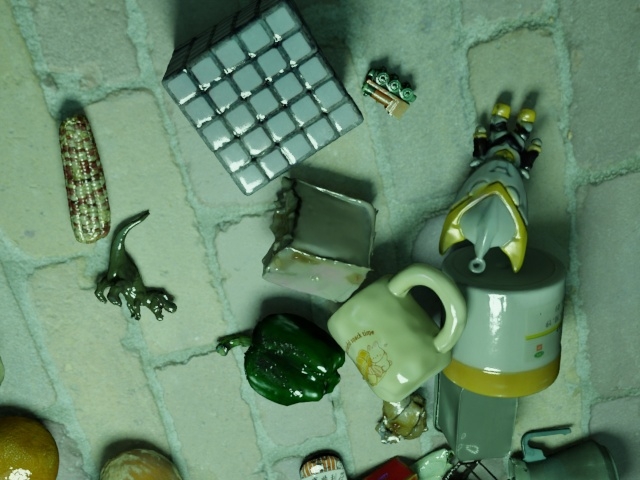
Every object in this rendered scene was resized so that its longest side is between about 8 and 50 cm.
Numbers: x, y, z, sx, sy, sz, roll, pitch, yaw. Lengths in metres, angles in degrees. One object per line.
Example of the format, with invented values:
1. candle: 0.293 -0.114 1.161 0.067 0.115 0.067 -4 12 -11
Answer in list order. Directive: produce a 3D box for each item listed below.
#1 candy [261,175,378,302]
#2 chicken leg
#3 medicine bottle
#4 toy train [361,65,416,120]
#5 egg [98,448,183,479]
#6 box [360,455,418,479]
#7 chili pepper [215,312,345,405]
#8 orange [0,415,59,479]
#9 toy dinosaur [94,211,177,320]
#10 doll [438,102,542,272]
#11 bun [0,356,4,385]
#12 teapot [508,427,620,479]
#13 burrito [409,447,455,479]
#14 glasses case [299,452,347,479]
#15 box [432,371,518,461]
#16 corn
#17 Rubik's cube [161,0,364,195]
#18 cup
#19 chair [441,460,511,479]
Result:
1. candy: 0.000 0.000 1.408 0.195 0.184 0.137 16 143 -13
2. chicken leg: 0.168 0.356 1.643 0.125 0.080 0.196 -9 114 11
3. medicine bottle: 0.354 0.150 1.485 0.238 0.238 0.231 -4 113 -5
4. toy train: 0.122 -0.271 1.384 0.103 0.044 0.064 29 117 -18
5. egg: -0.377 0.547 1.598 0.195 0.195 0.233 -20 118 2
6. box: 0.152 0.677 1.735 0.198 0.089 0.313 -26 117 -22
7. chili pepper: -0.082 0.223 1.506 0.261 0.174 0.165 24 117 23
8. orange: -0.630 0.454 1.526 0.206 0.206 0.206 -3 114 -6
9. toy dinosaur: -0.350 0.059 1.483 0.187 0.087 0.178 46 64 -37
10. doll: 0.329 -0.092 1.406 0.146 0.103 0.316 16 85 -16
11. bun: -0.697 0.298 1.430 0.168 0.273 0.273 28 109 -42
12. teapot: 0.548 0.534 1.730 0.225 0.171 0.203 -7 82 3
13. burrito: 0.261 0.519 1.740 0.118 0.044 0.074 -42 109 14
14. glasses case: 0.023 0.599 1.733 0.103 0.067 0.266 -17 115 -5
15. box: 0.336 0.349 1.626 0.163 0.135 0.243 -3 113 -6
16. corn: -0.427 -0.110 1.371 0.080 0.079 0.236 -6 110 -4
17. Rubik's cube: -0.096 -0.252 1.257 0.238 0.237 0.237 -31 114 8
18. cup: 0.166 0.163 1.434 0.255 0.173 0.202 -41 76 12
19. chair: 0.321 0.600 1.731 0.113 0.106 0.229 13 113 -50
